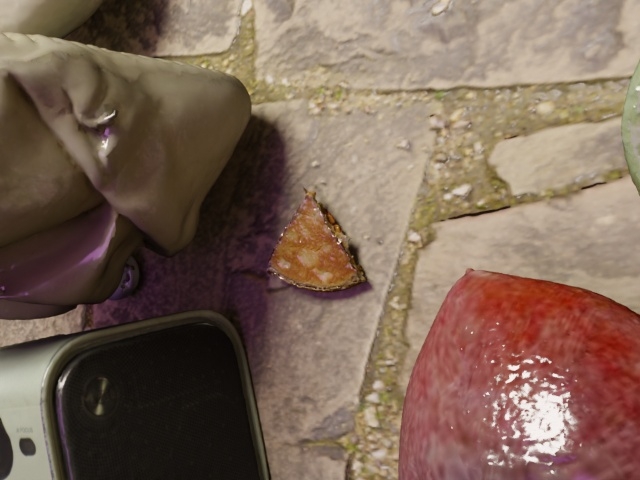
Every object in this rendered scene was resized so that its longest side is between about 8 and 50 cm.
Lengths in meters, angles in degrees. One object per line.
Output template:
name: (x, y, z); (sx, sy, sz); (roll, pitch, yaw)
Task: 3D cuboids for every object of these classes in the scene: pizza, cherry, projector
pizza: (0.005, 0.015, 0.751); (0.099, 0.029, 0.100); (35, 117, 21)
cherry: (0.166, 0.144, 0.541); (0.239, 0.206, 0.239); (-39, 37, 37)
projector: (-0.232, 0.217, 0.810); (0.249, 0.248, 0.249); (-13, 87, 38)

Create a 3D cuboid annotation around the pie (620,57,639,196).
pie: (0.306, -0.090, 0.489); (0.240, 0.054, 0.240); (5, 98, 35)

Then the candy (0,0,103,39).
candy: (-0.337, -0.326, 0.845); (0.295, 0.185, 0.295); (-18, 60, 36)

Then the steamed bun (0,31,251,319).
steamed bun: (-0.276, -0.055, 0.735); (0.342, 0.367, 0.255); (8, 93, 42)

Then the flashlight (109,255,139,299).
flashlight: (-0.296, 0.027, 0.969); (0.200, 0.047, 0.093); (10, 102, 34)
